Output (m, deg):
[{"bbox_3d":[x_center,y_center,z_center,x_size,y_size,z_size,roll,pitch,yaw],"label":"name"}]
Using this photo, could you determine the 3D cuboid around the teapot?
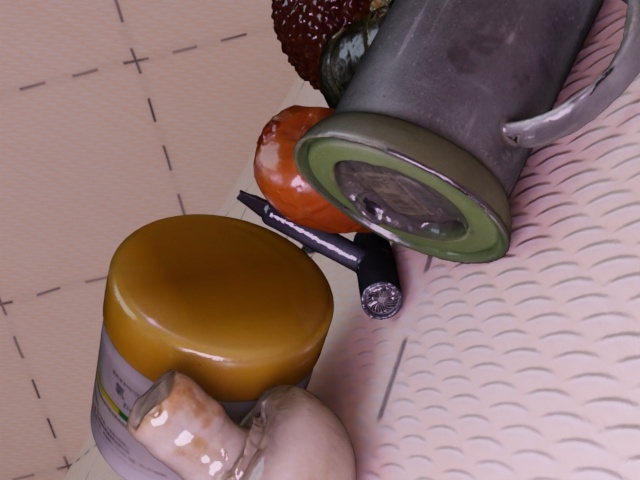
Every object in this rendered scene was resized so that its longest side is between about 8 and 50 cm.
[{"bbox_3d":[0.155,-0.168,0.763,0.270,0.200,0.337,8,66,50],"label":"teapot"}]

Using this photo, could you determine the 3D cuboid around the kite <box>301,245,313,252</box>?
[{"bbox_3d":[0.005,-0.032,1.438,0.183,0.010,0.160,-54,14,32],"label":"kite"}]

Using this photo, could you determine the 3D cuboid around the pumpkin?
[{"bbox_3d":[0.102,-0.217,1.035,0.223,0.157,0.224,-26,8,4],"label":"pumpkin"}]

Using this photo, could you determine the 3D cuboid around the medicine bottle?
[{"bbox_3d":[-0.125,0.128,0.967,0.238,0.237,0.232,-80,6,-57],"label":"medicine bottle"}]

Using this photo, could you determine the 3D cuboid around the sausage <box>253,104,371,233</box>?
[{"bbox_3d":[0.029,-0.070,0.935,0.258,0.133,0.133,3,-54,-55],"label":"sausage"}]

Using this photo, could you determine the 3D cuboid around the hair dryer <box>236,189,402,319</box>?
[{"bbox_3d":[-0.004,0.003,0.960,0.173,0.194,0.050,-98,33,-70],"label":"hair dryer"}]

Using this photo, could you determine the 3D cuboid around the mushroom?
[{"bbox_3d":[-0.068,0.218,0.771,0.206,0.209,0.206,-25,53,39],"label":"mushroom"}]

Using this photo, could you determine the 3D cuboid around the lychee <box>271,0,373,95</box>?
[{"bbox_3d":[0.049,-0.387,1.486,0.275,0.275,0.304,158,114,-71],"label":"lychee"}]
